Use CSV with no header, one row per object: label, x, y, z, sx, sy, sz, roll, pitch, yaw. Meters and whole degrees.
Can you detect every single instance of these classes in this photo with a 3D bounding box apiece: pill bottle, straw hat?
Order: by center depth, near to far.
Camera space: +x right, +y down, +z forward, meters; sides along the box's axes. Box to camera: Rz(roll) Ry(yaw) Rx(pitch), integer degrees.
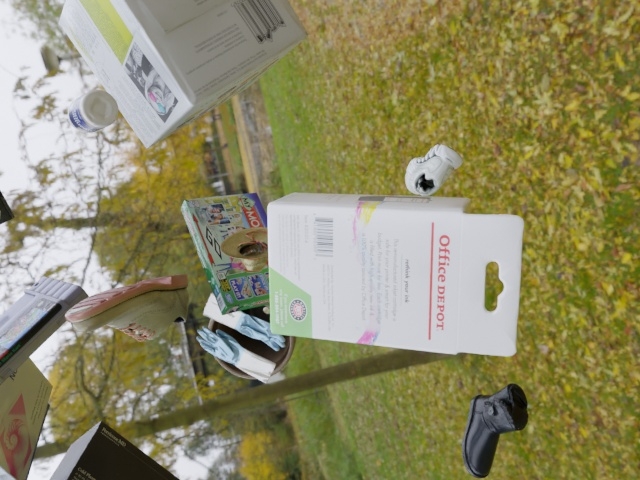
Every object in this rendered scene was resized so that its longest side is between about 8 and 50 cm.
pill bottle,-0.424,-0.234,1.066,0.120,0.067,0.067,2,107,52
straw hat,-0.140,0.030,1.230,0.144,0.144,0.061,-118,23,-60

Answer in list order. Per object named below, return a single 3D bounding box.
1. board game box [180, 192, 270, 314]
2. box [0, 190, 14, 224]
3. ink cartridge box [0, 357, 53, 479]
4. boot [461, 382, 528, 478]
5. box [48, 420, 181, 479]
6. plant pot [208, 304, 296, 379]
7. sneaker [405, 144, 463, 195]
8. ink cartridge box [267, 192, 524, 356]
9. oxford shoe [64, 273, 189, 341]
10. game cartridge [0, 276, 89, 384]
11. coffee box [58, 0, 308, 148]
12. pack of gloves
board game box,-0.205,0.023,1.482,0.317,0.213,0.046,63,143,23
box,-0.963,-0.106,1.300,0.097,0.395,0.318,20,133,47
ink cartridge box,-0.851,0.508,1.627,0.324,0.071,0.330,-98,-4,-47
boot,0.495,0.539,1.637,0.207,0.094,0.246,125,161,-62
box,-0.640,0.788,1.733,0.343,0.179,0.312,45,-156,-15
plant pot,-0.189,0.254,1.780,0.229,0.263,0.263,-67,-32,-71
sneaker,0.304,-0.182,1.691,0.118,0.110,0.292,-59,3,-14
ink cartridge box,0.107,0.041,0.846,0.119,0.353,0.207,-32,-56,-68
oxford shoe,-0.431,0.175,1.382,0.397,0.140,0.147,-14,-86,-66
game cartridge,-0.775,0.236,1.459,0.230,0.355,0.068,1,132,44
coffee box,-0.303,-0.460,1.262,0.338,0.337,0.334,56,150,-12
pack of gloves,-0.205,0.249,1.518,0.195,0.232,0.046,-63,-1,32
